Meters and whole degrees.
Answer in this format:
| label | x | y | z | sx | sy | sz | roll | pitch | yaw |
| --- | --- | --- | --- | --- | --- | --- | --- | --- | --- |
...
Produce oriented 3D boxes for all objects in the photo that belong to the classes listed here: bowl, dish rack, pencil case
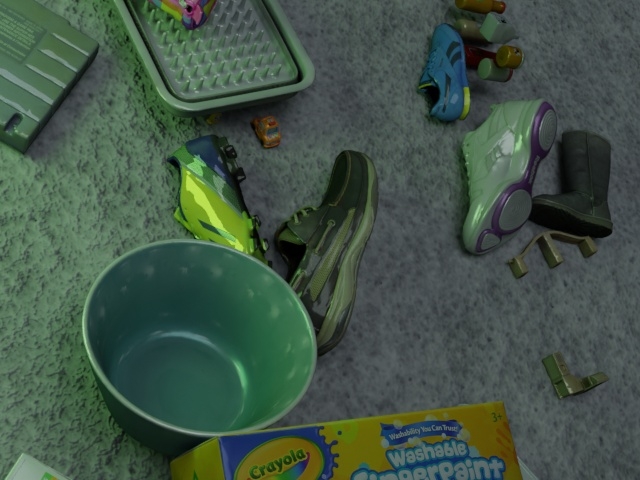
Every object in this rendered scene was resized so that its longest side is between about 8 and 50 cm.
| label | x | y | z | sx | sy | sz | roll | pitch | yaw |
| --- | --- | --- | --- | --- | --- | --- | --- | --- | --- |
| bowl | -0.175 | 0.167 | 1.362 | 0.312 | 0.163 | 0.311 | 12 | 47 | -13 |
| dish rack | -0.191 | -0.344 | 1.669 | 0.286 | 0.072 | 0.333 | -15 | 66 | -30 |
| pencil case | -0.266 | -0.428 | 1.586 | 0.236 | 0.104 | 0.104 | 33 | 57 | 3 |

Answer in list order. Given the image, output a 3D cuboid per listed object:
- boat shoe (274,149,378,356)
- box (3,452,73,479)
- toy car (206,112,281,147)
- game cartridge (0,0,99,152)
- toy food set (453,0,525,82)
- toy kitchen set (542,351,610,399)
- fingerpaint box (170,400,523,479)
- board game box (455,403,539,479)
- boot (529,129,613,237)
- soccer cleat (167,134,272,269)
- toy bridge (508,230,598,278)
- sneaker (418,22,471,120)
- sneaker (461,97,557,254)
| label | x | y | z | sx | sy | sz | roll | pitch | yaw |
| --- | --- | --- | --- | --- | --- | --- | --- | --- | --- |
| boat shoe | 0.000 | 0.000 | 1.563 | 0.130 | 0.132 | 0.355 | 19 | 59 | -12 |
| box | -0.379 | 0.378 | 1.220 | 0.103 | 0.114 | 0.203 | 33 | 56 | -6 |
| toy car | -0.121 | -0.186 | 1.655 | 0.122 | 0.040 | 0.060 | -2 | 67 | -25 |
| game cartridge | -0.542 | -0.309 | 1.522 | 0.355 | 0.068 | 0.230 | 31 | 53 | -7 |
| toy food set | 0.332 | -0.374 | 1.898 | 0.104 | 0.111 | 0.232 | 4 | 37 | -28 |
| toy kitchen set | 0.436 | 0.214 | 1.686 | 0.083 | 0.068 | 0.075 | -12 | 71 | -29 |
| fingerpaint box | 0.069 | 0.416 | 1.269 | 0.445 | 0.163 | 0.371 | 0 | 68 | -31 |
| board game box | 0.219 | 0.501 | 1.461 | 0.390 | 0.050 | 0.390 | 48 | 57 | 5 |
| boot | 0.463 | -0.118 | 1.860 | 0.190 | 0.076 | 0.208 | 17 | 64 | -21 |
| soccer cleat | -0.157 | -0.025 | 1.542 | 0.121 | 0.093 | 0.289 | -21 | 70 | 5 |
| toy bridge | 0.408 | 0.017 | 1.797 | 0.188 | 0.026 | 0.063 | -13 | 69 | -28 |
| sneaker | 0.220 | -0.316 | 1.853 | 0.082 | 0.069 | 0.209 | 4 | 64 | -18 |
| sneaker | 0.309 | -0.114 | 1.783 | 0.114 | 0.152 | 0.305 | 42 | 68 | -46 |
